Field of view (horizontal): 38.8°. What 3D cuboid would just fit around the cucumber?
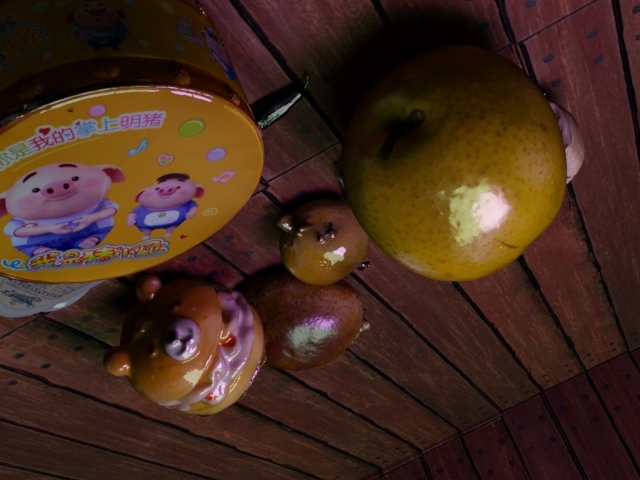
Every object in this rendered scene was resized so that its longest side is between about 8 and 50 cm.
[{"bbox_3d":[-0.079,-0.203,1.422,0.163,0.043,0.039,-28,-167,13],"label":"cucumber"}]

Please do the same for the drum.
[{"bbox_3d":[-0.295,-0.138,1.202,0.431,0.214,0.431,-18,151,-10],"label":"drum"}]

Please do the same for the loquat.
[{"bbox_3d":[0.000,0.000,1.696,0.204,0.149,0.172,28,126,-37],"label":"loquat"}]

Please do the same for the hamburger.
[{"bbox_3d":[-0.266,0.191,1.738,0.276,0.276,0.237,-36,137,23],"label":"hamburger"}]

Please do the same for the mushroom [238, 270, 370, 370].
[{"bbox_3d":[-0.029,0.169,1.907,0.283,0.195,0.263,-4,140,-29],"label":"mushroom"}]

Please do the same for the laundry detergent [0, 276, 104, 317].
[{"bbox_3d":[-0.467,0.058,1.516,0.280,0.105,0.215,-37,149,21],"label":"laundry detergent"}]

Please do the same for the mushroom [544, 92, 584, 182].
[{"bbox_3d":[0.380,-0.131,1.687,0.254,0.195,0.189,-33,153,24],"label":"mushroom"}]

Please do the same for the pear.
[{"bbox_3d":[0.213,-0.117,1.433,0.362,0.362,0.418,-34,146,19],"label":"pear"}]

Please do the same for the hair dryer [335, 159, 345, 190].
[{"bbox_3d":[0.144,-0.056,1.654,0.053,0.220,0.195,-57,151,-12],"label":"hair dryer"}]
